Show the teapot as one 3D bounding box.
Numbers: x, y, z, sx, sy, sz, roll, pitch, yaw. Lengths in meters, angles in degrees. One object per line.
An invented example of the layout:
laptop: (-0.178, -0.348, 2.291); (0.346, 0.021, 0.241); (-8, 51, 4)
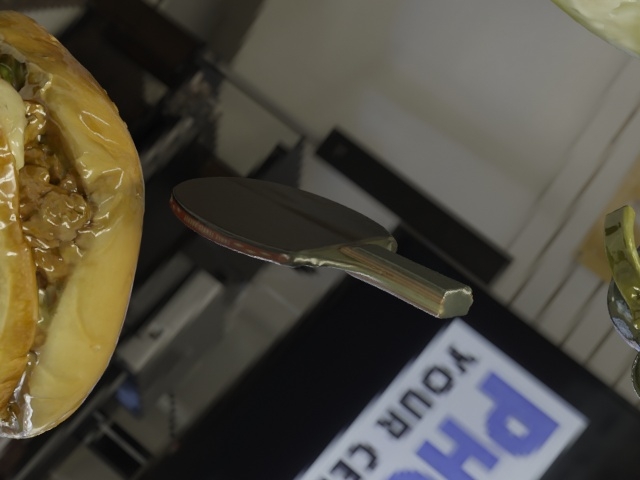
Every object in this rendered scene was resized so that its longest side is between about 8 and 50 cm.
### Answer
teapot: (0.255, 0.047, 1.136); (0.130, 0.165, 0.119); (-31, -148, 35)

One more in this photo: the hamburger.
hamburger: (-0.250, -0.014, 1.152); (0.174, 0.304, 0.284); (4, 116, -31)

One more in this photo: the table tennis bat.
table tennis bat: (0.000, 0.000, 0.999); (0.130, 0.220, 0.019); (-8, 115, -47)

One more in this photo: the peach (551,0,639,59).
peach: (0.186, -0.193, 0.525); (0.314, 0.315, 0.281); (-51, -161, 9)
